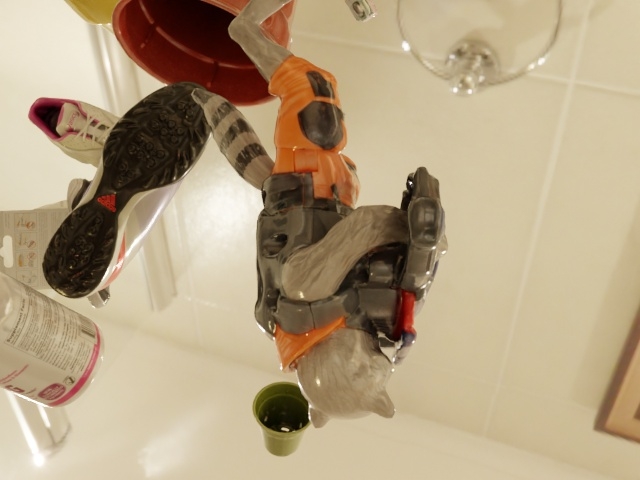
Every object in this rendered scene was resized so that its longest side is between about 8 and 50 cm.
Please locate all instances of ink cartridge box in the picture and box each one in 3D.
[{"bbox_3d":[-0.572,0.010,1.643,0.232,0.189,0.066,-1,-158,-20],"label":"ink cartridge box"}]

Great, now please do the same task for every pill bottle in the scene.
[{"bbox_3d":[-0.496,0.146,1.210,0.160,0.283,0.160,-19,-128,26],"label":"pill bottle"}]

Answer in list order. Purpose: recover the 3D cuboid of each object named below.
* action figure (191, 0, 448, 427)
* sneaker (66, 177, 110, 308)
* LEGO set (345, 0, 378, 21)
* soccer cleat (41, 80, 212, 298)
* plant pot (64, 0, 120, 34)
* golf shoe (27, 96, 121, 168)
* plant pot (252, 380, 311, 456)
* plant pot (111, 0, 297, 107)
[{"bbox_3d":[-0.003,0.004,0.667,0.178,0.341,0.330,-9,-118,-4],"label":"action figure"},{"bbox_3d":[-0.418,-0.005,1.551,0.153,0.101,0.269,-10,-98,-7],"label":"sneaker"},{"bbox_3d":[0.148,-0.416,1.037,0.287,0.132,0.107,-20,-164,26],"label":"LEGO set"},{"bbox_3d":[-0.238,-0.067,0.993,0.108,0.318,0.116,35,-173,1],"label":"soccer cleat"},{"bbox_3d":[-0.374,-0.512,1.585,0.253,0.239,0.254,-13,-124,20],"label":"plant pot"},{"bbox_3d":[-0.372,-0.169,1.317,0.306,0.140,0.115,18,-97,24],"label":"golf shoe"},{"bbox_3d":[-0.050,0.244,1.020,0.083,0.079,0.083,3,-137,-3],"label":"plant pot"},{"bbox_3d":[-0.142,-0.391,1.177,0.272,0.272,0.265,11,-112,12],"label":"plant pot"}]
